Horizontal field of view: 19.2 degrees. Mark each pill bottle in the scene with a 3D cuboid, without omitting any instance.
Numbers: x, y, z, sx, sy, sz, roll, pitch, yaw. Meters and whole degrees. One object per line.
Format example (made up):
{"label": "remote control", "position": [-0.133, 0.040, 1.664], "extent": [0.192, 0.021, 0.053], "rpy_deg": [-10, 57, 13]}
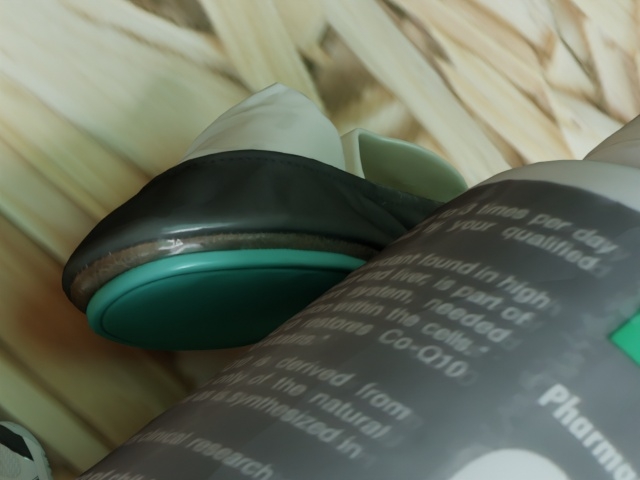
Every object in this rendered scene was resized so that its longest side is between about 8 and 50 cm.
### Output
{"label": "pill bottle", "position": [0.055, 0.101, 0.592], "extent": [0.361, 0.204, 0.204], "rpy_deg": [-36, 100, -30]}

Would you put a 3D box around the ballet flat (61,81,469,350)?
{"label": "ballet flat", "position": [0.000, 0.000, 0.729], "extent": [0.280, 0.095, 0.096], "rpy_deg": [15, 53, -52]}

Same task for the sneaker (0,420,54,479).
{"label": "sneaker", "position": [-0.108, 0.098, 0.615], "extent": [0.037, 0.032, 0.083], "rpy_deg": [12, 65, -41]}
